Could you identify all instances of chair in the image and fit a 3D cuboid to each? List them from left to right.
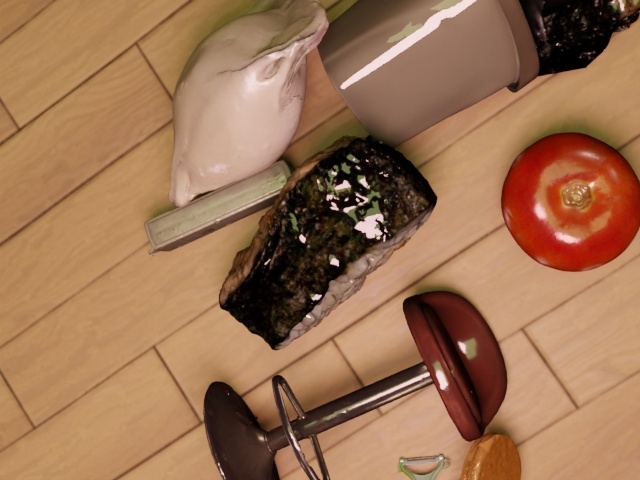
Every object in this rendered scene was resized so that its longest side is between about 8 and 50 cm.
[{"bbox_3d":[0.064,0.221,1.073,0.401,0.226,0.226,-26,86,7],"label":"chair"}]

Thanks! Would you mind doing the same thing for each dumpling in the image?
[{"bbox_3d":[-0.122,-0.219,1.115,0.182,0.260,0.341,4,135,-15],"label":"dumpling"}]

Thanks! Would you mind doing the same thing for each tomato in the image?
[{"bbox_3d":[0.349,-0.052,1.074,0.195,0.136,0.195,-1,87,9],"label":"tomato"}]

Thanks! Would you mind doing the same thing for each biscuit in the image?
[{"bbox_3d":[0.234,0.434,1.074,0.047,0.216,0.339,1,99,44],"label":"biscuit"}]

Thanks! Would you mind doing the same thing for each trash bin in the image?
[{"bbox_3d":[0.142,-0.272,1.058,0.250,0.219,0.219,-32,125,15],"label":"trash bin"}]

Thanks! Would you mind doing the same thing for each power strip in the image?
[{"bbox_3d":[-0.146,-0.053,1.180,0.272,0.078,0.052,-24,85,8],"label":"power strip"}]

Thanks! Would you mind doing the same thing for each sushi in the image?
[{"bbox_3d":[0.000,0.000,1.070,0.171,0.211,0.350,47,126,8],"label":"sushi"},{"bbox_3d":[0.364,-0.391,1.056,0.213,0.215,0.227,-8,68,4],"label":"sushi"}]

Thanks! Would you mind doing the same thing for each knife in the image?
[{"bbox_3d":[0.152,0.373,1.098,0.078,0.166,0.022,-12,119,11],"label":"knife"}]
